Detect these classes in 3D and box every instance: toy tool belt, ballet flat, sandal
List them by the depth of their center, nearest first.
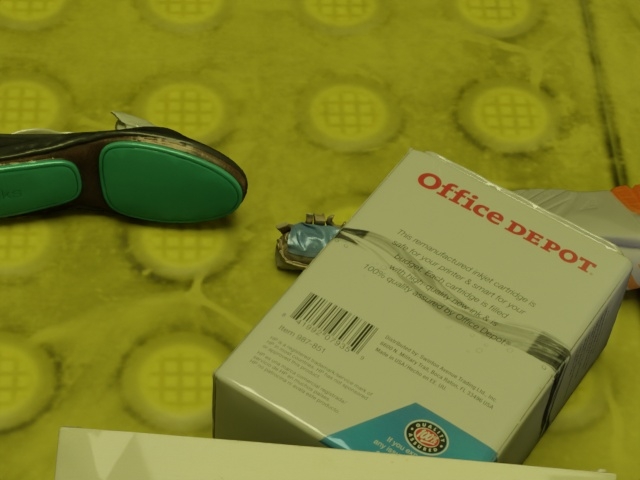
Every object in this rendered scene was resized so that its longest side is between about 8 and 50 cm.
[{"bbox_3d":[0.000,0.000,1.605,0.083,0.051,0.052,-2,51,-7],"label":"toy tool belt"},{"bbox_3d":[0.268,0.000,1.622,0.265,0.076,0.102,3,32,25],"label":"sandal"},{"bbox_3d":[-0.207,-0.074,1.627,0.280,0.095,0.096,1,38,-4],"label":"ballet flat"}]

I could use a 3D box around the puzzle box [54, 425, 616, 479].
[{"bbox_3d":[0.001,0.282,1.280,0.408,0.052,0.272,6,84,-1],"label":"puzzle box"}]

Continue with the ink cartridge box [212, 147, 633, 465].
[{"bbox_3d":[0.086,0.098,1.480,0.223,0.129,0.307,29,54,18],"label":"ink cartridge box"}]
